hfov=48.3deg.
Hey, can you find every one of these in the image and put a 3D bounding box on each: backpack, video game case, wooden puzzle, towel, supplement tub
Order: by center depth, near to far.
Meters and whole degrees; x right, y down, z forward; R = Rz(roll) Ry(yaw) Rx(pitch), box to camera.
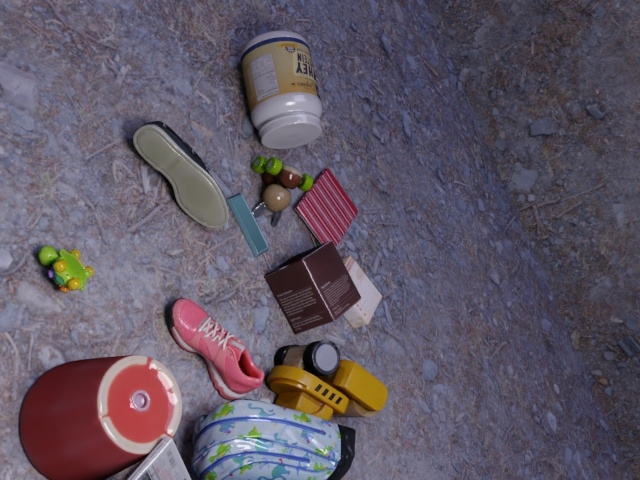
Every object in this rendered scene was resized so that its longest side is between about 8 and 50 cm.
[{"bbox_3d":[-0.329,0.503,1.399,0.173,0.022,0.191,-48,144,-36],"label":"video game case"},{"bbox_3d":[-0.137,0.513,1.705,0.355,0.290,0.273,38,34,-21],"label":"backpack"},{"bbox_3d":[-0.120,-0.469,2.244,0.228,0.228,0.317,4,69,-48],"label":"supplement tub"},{"bbox_3d":[0.000,0.000,2.317,0.078,0.014,0.116,-29,94,-51],"label":"wooden puzzle"},{"bbox_3d":[0.024,-0.101,2.370,0.199,0.031,0.275,54,38,-15],"label":"towel"}]

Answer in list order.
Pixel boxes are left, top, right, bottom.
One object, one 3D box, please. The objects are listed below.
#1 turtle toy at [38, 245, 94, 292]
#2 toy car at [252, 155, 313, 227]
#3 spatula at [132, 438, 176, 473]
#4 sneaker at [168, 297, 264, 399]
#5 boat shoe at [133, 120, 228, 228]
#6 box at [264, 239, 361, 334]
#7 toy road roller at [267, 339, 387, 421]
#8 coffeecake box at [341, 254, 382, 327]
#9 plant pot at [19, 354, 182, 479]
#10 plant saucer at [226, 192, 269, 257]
[{"bbox_3d":[-0.574,0.063,1.594,0.130,0.066,0.095,54,17,-11],"label":"turtle toy"},{"bbox_3d":[-0.139,-0.141,2.173,0.155,0.148,0.189,25,83,-36],"label":"toy car"},{"bbox_3d":[-0.422,0.532,1.544,0.296,0.030,0.084,-37,100,-38],"label":"spatula"},{"bbox_3d":[-0.252,0.260,1.807,0.314,0.136,0.116,54,40,-15],"label":"sneaker"},{"bbox_3d":[-0.362,-0.183,1.920,0.340,0.127,0.113,46,20,-20],"label":"boat shoe"},{"bbox_3d":[-0.020,0.138,2.103,0.167,0.168,0.203,-33,97,-50],"label":"box"},{"bbox_3d":[-0.001,0.439,1.965,0.329,0.202,0.241,37,59,-24],"label":"toy road roller"},{"bbox_3d":[0.103,0.165,2.308,0.186,0.068,0.142,52,41,-17],"label":"coffeecake box"},{"bbox_3d":[-0.434,0.355,1.471,0.274,0.243,0.275,25,54,-39],"label":"plant pot"},{"bbox_3d":[-0.211,-0.047,2.099,0.067,0.018,0.192,-31,97,-51],"label":"plant saucer"}]
